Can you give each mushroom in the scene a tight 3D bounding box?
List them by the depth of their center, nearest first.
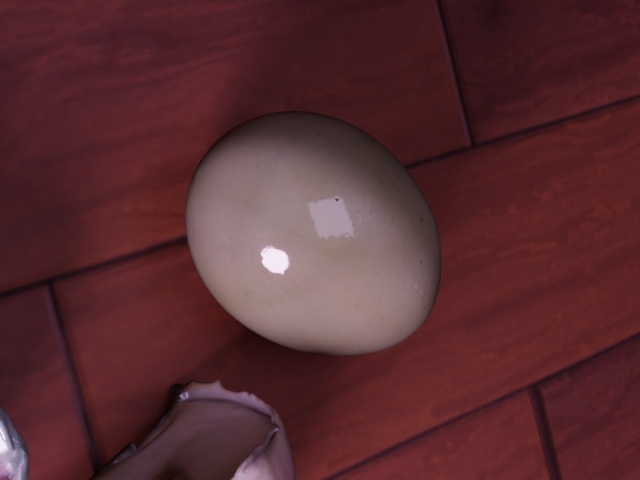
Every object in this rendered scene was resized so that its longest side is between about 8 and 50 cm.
[{"bbox_3d":[-0.084,0.238,1.181,0.236,0.162,0.173,-44,117,-48],"label":"mushroom"}]

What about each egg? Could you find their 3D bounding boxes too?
[{"bbox_3d":[0.000,0.000,1.281,0.254,0.188,0.188,37,64,-40],"label":"egg"}]

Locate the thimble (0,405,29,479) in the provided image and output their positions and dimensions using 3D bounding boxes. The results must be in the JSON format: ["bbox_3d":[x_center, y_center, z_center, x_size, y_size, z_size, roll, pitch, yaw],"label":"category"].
[{"bbox_3d":[-0.314,0.179,1.040,0.211,0.149,0.185,0,88,-38],"label":"thimble"}]
